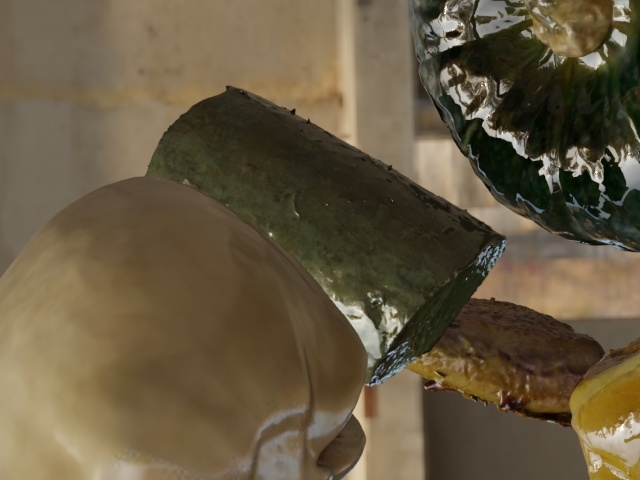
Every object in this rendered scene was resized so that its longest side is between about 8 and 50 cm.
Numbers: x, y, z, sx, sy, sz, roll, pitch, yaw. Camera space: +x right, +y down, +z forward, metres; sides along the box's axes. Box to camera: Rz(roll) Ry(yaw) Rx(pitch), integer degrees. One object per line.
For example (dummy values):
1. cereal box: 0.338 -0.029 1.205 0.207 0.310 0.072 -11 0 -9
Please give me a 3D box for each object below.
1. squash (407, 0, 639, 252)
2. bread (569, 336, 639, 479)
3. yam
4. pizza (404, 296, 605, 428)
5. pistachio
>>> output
1. squash: 0.157 -0.120 0.818 0.252 0.252 0.165 -4 -164 43
2. bread: 0.302 0.194 1.205 0.167 0.294 0.132 -25 -173 37
3. yam: 0.000 0.000 1.356 0.268 0.161 0.161 31 -170 21
4. pizza: 0.106 0.090 1.483 0.305 0.085 0.161 17 -166 8
5. pistachio: -0.091 0.079 0.876 0.214 0.193 0.318 -7 -155 -15
